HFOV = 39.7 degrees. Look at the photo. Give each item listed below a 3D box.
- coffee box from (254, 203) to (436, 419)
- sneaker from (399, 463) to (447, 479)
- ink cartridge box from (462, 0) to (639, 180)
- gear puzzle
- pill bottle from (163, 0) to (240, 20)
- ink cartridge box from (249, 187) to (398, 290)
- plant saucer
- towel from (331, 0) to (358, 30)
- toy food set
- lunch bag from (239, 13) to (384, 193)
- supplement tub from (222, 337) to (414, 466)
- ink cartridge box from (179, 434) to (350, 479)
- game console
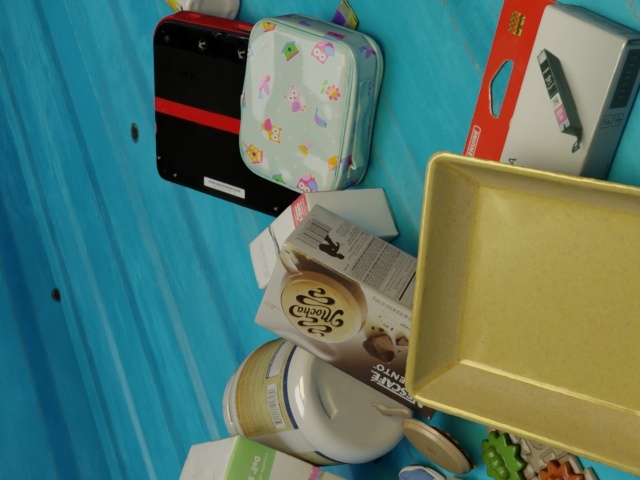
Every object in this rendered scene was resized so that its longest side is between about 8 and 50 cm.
[{"bbox_3d":[0.076,0.102,1.272,0.297,0.119,0.168,29,129,7],"label":"coffee box"},{"bbox_3d":[0.178,0.436,1.369,0.211,0.081,0.080,53,140,38],"label":"sneaker"},{"bbox_3d":[0.264,-0.160,1.108,0.239,0.060,0.275,42,131,43],"label":"ink cartridge box"},{"bbox_3d":[0.284,0.314,1.208,0.339,0.044,0.175,64,144,25],"label":"gear puzzle"},{"bbox_3d":[-0.257,-0.505,1.768,0.208,0.119,0.119,48,135,40],"label":"pill bottle"},{"bbox_3d":[0.000,0.000,1.461,0.218,0.159,0.092,-42,59,52],"label":"ink cartridge box"},{"bbox_3d":[0.276,0.075,1.041,0.333,0.081,0.332,14,112,27],"label":"plant saucer"},{"bbox_3d":[0.034,-0.347,1.459,0.060,0.009,0.083,64,144,25],"label":"towel"},{"bbox_3d":[0.174,0.297,1.316,0.192,0.038,0.132,46,160,-11],"label":"toy food set"},{"bbox_3d":[-0.014,-0.212,1.436,0.224,0.108,0.279,22,121,26],"label":"lunch bag"},{"bbox_3d":[-0.014,0.264,1.486,0.316,0.228,0.228,-27,75,56],"label":"supplement tub"},{"bbox_3d":[-0.042,0.445,1.463,0.207,0.353,0.119,-30,38,56],"label":"ink cartridge box"},{"bbox_3d":[-0.163,-0.235,1.652,0.386,0.060,0.342,19,120,32],"label":"game console"}]
